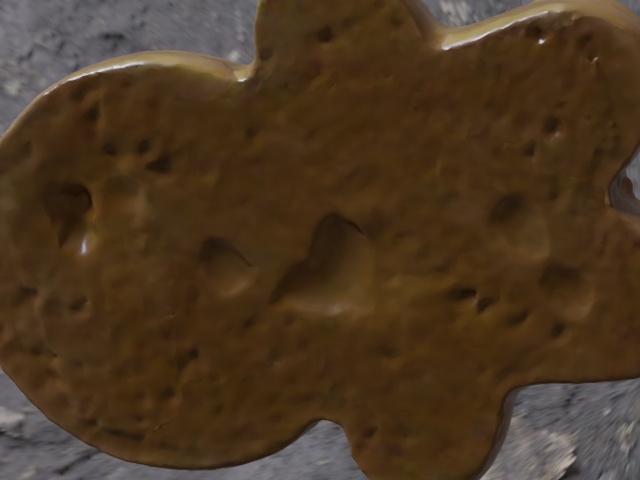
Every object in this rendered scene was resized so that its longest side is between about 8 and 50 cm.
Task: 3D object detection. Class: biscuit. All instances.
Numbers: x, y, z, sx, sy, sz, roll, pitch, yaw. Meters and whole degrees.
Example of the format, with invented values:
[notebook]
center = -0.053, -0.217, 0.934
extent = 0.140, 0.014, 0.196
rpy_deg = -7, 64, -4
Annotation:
[biscuit]
center = 0.000, -0.001, 0.904
extent = 0.355, 0.052, 0.275
rpy_deg = -13, 102, 15
